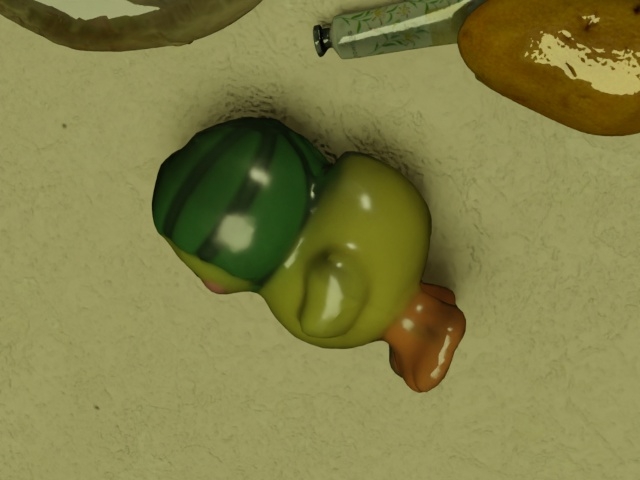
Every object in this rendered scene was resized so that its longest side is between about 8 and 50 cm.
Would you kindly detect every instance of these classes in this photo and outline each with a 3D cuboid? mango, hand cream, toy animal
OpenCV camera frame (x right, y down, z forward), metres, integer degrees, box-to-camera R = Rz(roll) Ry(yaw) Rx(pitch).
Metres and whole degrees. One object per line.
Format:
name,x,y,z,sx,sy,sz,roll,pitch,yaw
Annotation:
mango,0.237,-0.166,1.495,0.227,0.109,0.147,5,126,7
hand cream,0.090,-0.203,1.547,0.195,0.042,0.067,-9,118,12
toy animal,0.000,-0.003,1.608,0.338,0.216,0.191,31,96,-4

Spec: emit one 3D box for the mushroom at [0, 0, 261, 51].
mushroom,-0.182,-0.316,1.378,0.362,0.294,0.362,5,122,9
